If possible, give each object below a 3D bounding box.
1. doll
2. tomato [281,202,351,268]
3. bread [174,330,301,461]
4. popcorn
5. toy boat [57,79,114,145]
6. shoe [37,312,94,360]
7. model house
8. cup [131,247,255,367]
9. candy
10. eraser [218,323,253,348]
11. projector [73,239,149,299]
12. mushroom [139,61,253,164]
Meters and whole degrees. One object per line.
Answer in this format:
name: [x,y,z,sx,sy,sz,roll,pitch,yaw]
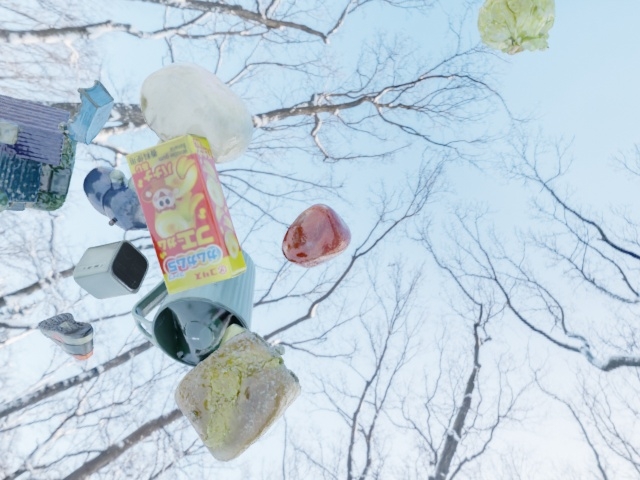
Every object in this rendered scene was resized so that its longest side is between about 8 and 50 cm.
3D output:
doll: [-0.601,-0.125,1.250,0.258,0.154,0.228,35,-29,35]
tomato: [-0.001,0.008,1.031,0.174,0.166,0.082,-45,-142,-3]
bread: [-0.161,0.305,0.860,0.195,0.246,0.176,45,-27,13]
popcorn: [0.382,-0.440,0.810,0.141,0.135,0.163,2,-103,16]
toy boat: [-0.527,-0.279,0.917,0.077,0.075,0.185,43,-46,-14]
shoe: [-0.587,0.223,0.957,0.194,0.074,0.077,5,-72,36]
model house: [-0.822,-0.227,1.137,0.280,0.245,0.313,15,-88,60]
cup: [-0.422,0.201,1.456,0.400,0.392,0.310,21,-60,-13]
candy: [-0.255,-0.049,0.798,0.146,0.088,0.276,-14,-85,10]
eraser: [-0.243,0.343,1.211,0.117,0.172,0.058,30,-47,-16]
projector: [-0.380,0.054,0.758,0.082,0.083,0.083,-10,-43,18]
mushroom: [-0.286,-0.254,0.930,0.234,0.253,0.260,-50,-139,22]
